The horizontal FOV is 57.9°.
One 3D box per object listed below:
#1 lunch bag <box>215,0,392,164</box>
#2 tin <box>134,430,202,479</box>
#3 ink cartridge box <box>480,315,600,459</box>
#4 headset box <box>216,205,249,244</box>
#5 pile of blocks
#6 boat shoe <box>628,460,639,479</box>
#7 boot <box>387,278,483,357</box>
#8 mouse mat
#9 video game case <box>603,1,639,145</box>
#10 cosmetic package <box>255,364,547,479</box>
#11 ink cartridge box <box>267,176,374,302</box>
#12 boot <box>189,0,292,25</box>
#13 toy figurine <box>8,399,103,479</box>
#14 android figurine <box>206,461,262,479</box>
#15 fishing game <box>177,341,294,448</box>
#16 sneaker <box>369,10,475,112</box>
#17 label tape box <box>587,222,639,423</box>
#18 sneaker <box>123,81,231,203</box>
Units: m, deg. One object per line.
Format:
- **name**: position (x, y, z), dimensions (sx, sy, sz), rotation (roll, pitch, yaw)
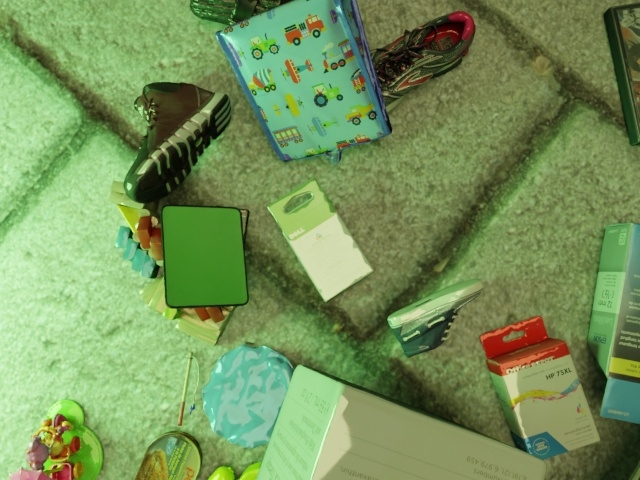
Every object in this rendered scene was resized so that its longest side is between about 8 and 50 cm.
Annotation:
- **lunch bag**: position (-0.013, -0.271, 1.026), dimensions (0.220, 0.138, 0.293), rotation (-12, 114, 20)
- **tin**: position (-0.287, 0.447, 1.072), dimensions (0.106, 0.040, 0.190), rotation (22, 86, 5)
- **ink cartridge box**: position (0.398, 0.267, 1.064), dimensions (0.134, 0.078, 0.231), rotation (-18, 86, -1)
- **headset box**: position (-0.173, -0.020, 1.107), dimensions (0.062, 0.032, 0.083), rotation (8, 84, 0)
- **pile of blocks**: position (-0.296, 0.042, 1.063), dimensions (0.149, 0.112, 0.362), rotation (-38, 86, -3)
- **boat shoe**: position (0.540, 0.465, 0.870), dimensions (0.186, 0.156, 0.500), rotation (35, 76, 0)
- **boot**: position (0.227, 0.145, 1.085), dimensions (0.189, 0.069, 0.086), rotation (-25, 93, 6)
- **mouse mat**: position (-0.206, 0.027, 1.036), dimensions (0.152, 0.007, 0.190), rotation (1, 72, -27)
- **video game case**: position (0.706, -0.339, 1.129), dimensions (0.248, 0.035, 0.275), rotation (-10, 86, -1)
- **cosmetic package**: position (0.072, 0.441, 0.884), dimensions (0.327, 0.329, 0.394), rotation (22, 78, -9)
- **ink cartridge box**: position (0.000, 0.000, 1.090), dimensions (0.109, 0.062, 0.209), rotation (-32, 86, -2)
- **boot**: position (-0.075, -0.544, 1.096), dimensions (0.260, 0.131, 0.348), rotation (25, 87, 2)
- **toy figurine**: position (-0.475, 0.381, 1.014), dimensions (0.130, 0.159, 0.173), rotation (-5, 85, -1)
- **android figurine**: position (-0.118, 0.523, 1.056), dimensions (0.248, 0.056, 0.273), rotation (41, 87, 3)
- **fishing game**: position (-0.130, 0.287, 1.083), dimensions (0.263, 0.041, 0.189), rotation (4, 79, 5)
- **sneaker**: position (0.152, -0.337, 1.091), dimensions (0.299, 0.112, 0.121), rotation (-34, 87, -1)
- **label tape box**: position (0.636, 0.160, 1.057), dimensions (0.249, 0.115, 0.348), rotation (11, 89, 1)
- **sneaker**: position (-0.303, -0.195, 1.069), dimensions (0.162, 0.106, 0.281), rotation (28, 57, 12)
